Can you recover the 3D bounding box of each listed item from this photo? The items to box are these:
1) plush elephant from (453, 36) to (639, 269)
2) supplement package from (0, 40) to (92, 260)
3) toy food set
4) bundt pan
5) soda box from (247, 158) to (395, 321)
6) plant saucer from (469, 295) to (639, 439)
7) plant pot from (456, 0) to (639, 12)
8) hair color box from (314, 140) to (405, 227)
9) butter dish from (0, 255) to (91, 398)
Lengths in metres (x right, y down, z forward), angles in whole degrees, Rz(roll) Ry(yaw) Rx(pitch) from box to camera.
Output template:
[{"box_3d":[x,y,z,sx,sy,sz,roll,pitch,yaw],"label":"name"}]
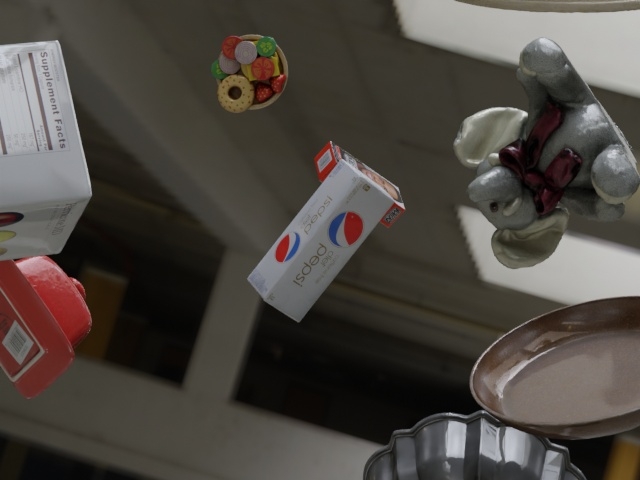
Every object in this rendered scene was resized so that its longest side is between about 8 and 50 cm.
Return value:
[{"box_3d":[0.320,-0.108,2.533,0.271,0.255,0.330,61,13,13],"label":"plush elephant"},{"box_3d":[-0.315,-0.057,1.305,0.244,0.133,0.139,-8,-16,-21],"label":"supplement package"},{"box_3d":[-0.076,-0.182,1.840,0.083,0.082,0.020,-11,1,14],"label":"toy food set"},{"box_3d":[0.205,0.398,2.315,0.331,0.330,0.124,17,29,-2],"label":"bundt pan"},{"box_3d":[0.000,0.000,2.330,0.074,0.216,0.069,35,7,-33],"label":"soda box"},{"box_3d":[0.339,0.161,2.095,0.311,0.050,0.310,-14,21,5],"label":"plant saucer"},{"box_3d":[0.299,-0.443,1.957,0.334,0.305,0.334,-2,19,1],"label":"plant pot"},{"box_3d":[0.060,-0.086,2.605,0.141,0.043,0.072,34,21,-26],"label":"hair color box"},{"box_3d":[-0.325,0.081,1.992,0.160,0.118,0.160,55,-40,4],"label":"butter dish"}]
